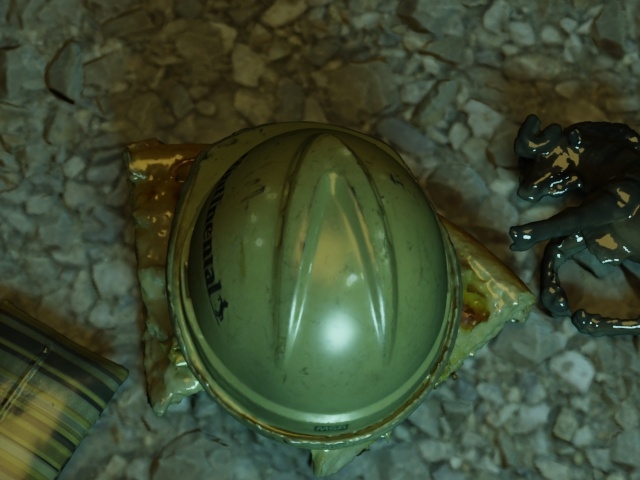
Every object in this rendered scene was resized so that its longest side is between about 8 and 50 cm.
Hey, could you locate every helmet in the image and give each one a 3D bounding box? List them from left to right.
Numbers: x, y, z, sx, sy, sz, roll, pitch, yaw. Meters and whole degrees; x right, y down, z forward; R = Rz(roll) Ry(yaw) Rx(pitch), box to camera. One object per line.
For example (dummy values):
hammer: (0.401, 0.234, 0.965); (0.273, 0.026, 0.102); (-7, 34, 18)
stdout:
helmet: (0.000, -0.005, 1.282); (0.204, 0.137, 0.258); (-5, 61, -10)

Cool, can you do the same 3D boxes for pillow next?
pillow: (-0.233, 0.147, 1.358); (0.113, 0.038, 0.203); (28, 70, 9)

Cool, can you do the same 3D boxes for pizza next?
pizza: (-0.019, 0.041, 1.383); (0.323, 0.089, 0.223); (20, 66, 7)

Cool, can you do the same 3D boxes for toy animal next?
toy animal: (0.229, -0.004, 1.407); (0.232, 0.084, 0.148); (33, 70, 14)
